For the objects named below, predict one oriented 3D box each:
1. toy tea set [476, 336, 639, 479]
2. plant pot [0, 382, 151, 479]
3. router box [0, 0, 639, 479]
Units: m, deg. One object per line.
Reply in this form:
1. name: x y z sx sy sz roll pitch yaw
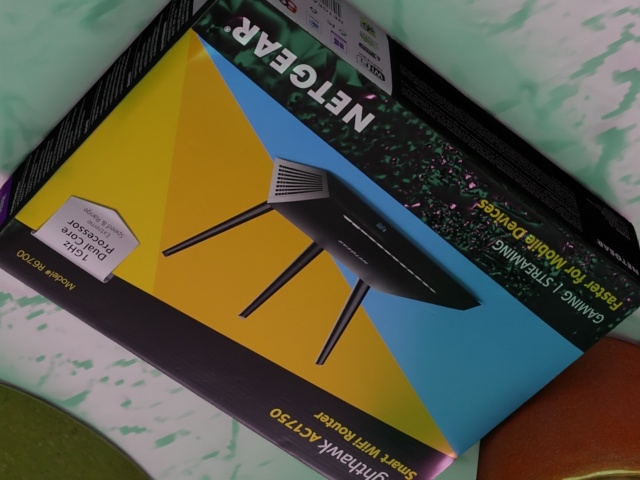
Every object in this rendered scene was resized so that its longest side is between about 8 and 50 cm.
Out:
1. toy tea set: 0.199 0.071 0.609 0.200 0.124 0.336 38 117 -23
2. plant pot: -0.179 0.234 0.618 0.275 0.293 0.274 0 124 0
3. router box: 0.000 0.000 0.608 0.179 0.046 0.133 35 118 -22
